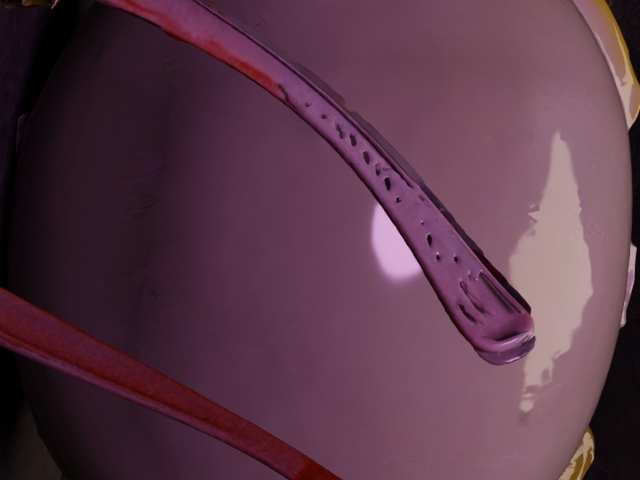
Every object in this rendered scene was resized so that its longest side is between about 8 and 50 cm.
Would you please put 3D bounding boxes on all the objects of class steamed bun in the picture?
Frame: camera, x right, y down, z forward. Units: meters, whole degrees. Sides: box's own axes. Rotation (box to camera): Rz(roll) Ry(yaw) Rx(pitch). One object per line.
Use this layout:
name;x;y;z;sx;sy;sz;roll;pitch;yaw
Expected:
steamed bun;0.001;0.001;1.015;0.334;0.334;0.373;-63;162;-82

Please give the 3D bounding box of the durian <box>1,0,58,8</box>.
durian;-0.113;-0.171;0.803;0.108;0.119;0.186;57;5;-20

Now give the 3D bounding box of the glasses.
glasses;-0.051;-0.011;0.610;0.118;0.268;0.234;-58;166;-33
